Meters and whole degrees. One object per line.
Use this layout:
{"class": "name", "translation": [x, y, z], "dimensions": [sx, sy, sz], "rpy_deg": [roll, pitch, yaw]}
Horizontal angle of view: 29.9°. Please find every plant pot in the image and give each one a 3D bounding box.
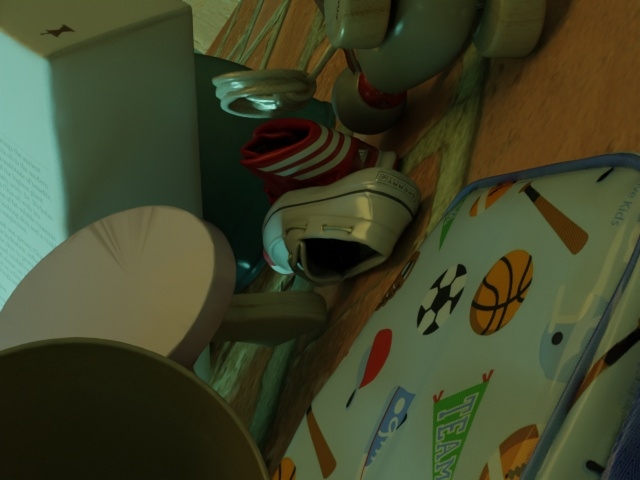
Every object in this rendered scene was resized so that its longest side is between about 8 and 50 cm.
{"class": "plant pot", "translation": [-0.160, -0.107, 1.441], "dimensions": [0.271, 0.255, 0.271], "rpy_deg": [-55, 16, 24]}
{"class": "plant pot", "translation": [-0.181, 0.239, 0.891], "dimensions": [0.191, 0.284, 0.284], "rpy_deg": [107, -176, -62]}

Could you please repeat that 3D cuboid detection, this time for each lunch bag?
{"class": "lunch bag", "translation": [0.070, 0.114, 0.507], "dimensions": [0.303, 0.115, 0.243], "rpy_deg": [-63, 16, -9]}

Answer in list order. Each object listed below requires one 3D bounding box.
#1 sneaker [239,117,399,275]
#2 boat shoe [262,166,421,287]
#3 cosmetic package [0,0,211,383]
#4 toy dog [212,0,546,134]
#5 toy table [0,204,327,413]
{"class": "sneaker", "translation": [-0.030, -0.052, 1.135], "dimensions": [0.221, 0.128, 0.087], "rpy_deg": [-42, 22, 49]}
{"class": "boat shoe", "translation": [0.000, 0.000, 1.023], "dimensions": [0.226, 0.083, 0.075], "rpy_deg": [-32, 31, 62]}
{"class": "cosmetic package", "translation": [-0.246, -0.046, 1.219], "dimensions": [0.162, 0.230, 0.453], "rpy_deg": [-26, -46, -33]}
{"class": "toy dog", "translation": [0.062, -0.203, 1.008], "dimensions": [0.334, 0.220, 0.160], "rpy_deg": [-14, 70, 59]}
{"class": "toy table", "translation": [-0.143, 0.083, 1.056], "dimensions": [0.274, 0.161, 0.252], "rpy_deg": [-13, 63, 37]}
